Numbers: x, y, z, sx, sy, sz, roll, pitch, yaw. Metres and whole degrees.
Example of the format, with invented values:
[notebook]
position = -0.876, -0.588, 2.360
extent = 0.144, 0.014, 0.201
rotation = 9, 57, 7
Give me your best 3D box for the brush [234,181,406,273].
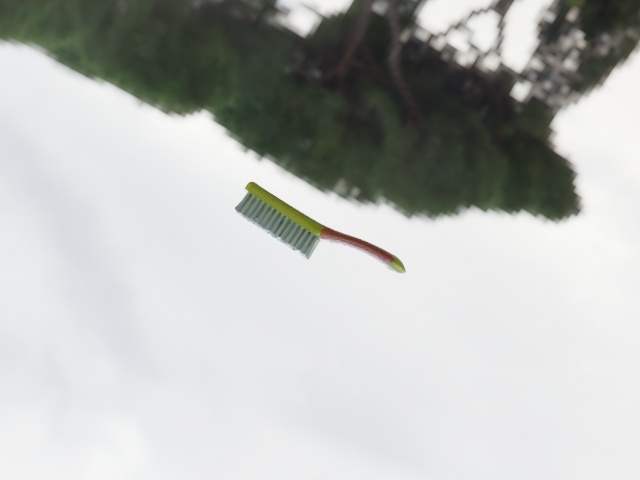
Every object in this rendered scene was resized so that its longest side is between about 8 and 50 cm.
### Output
[brush]
position = 0.000, 0.000, 0.864
extent = 0.083, 0.021, 0.019
rotation = 27, 173, 5
